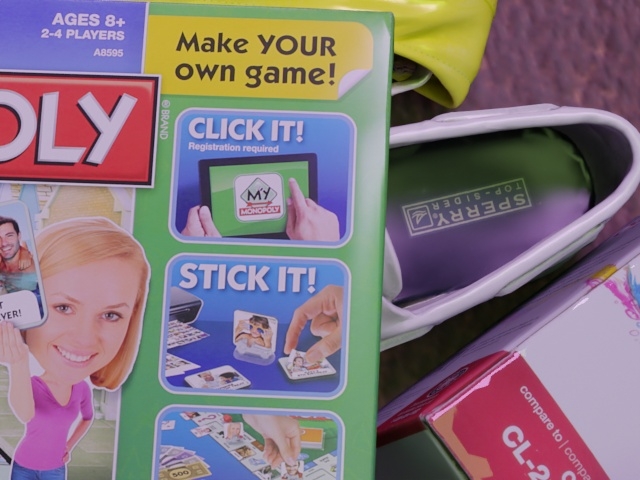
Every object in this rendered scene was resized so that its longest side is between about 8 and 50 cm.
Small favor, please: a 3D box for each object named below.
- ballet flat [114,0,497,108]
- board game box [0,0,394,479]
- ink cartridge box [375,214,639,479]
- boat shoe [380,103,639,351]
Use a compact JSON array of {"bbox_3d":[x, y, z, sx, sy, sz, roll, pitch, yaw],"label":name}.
[{"bbox_3d":[-0.041,-0.086,0.682,0.231,0.077,0.077,3,93,-17],"label":"ballet flat"},{"bbox_3d":[-0.137,0.024,0.595,0.317,0.046,0.213,2,77,2],"label":"board game box"},{"bbox_3d":[0.102,0.050,0.658,0.175,0.127,0.072,-35,88,-20],"label":"ink cartridge box"},{"bbox_3d":[0.000,0.000,0.663,0.258,0.084,0.095,-23,85,-19],"label":"boat shoe"}]
